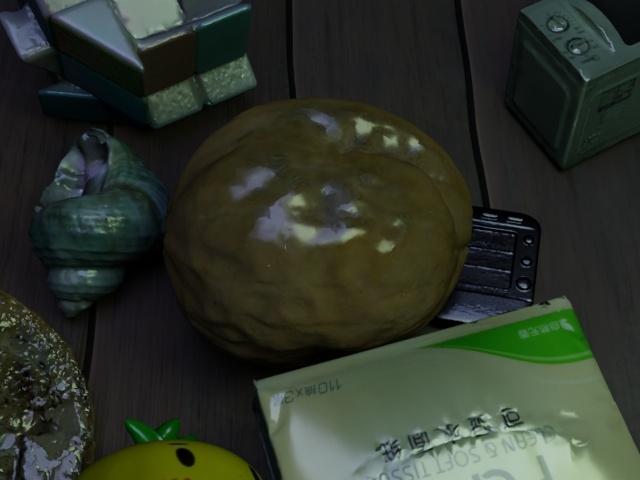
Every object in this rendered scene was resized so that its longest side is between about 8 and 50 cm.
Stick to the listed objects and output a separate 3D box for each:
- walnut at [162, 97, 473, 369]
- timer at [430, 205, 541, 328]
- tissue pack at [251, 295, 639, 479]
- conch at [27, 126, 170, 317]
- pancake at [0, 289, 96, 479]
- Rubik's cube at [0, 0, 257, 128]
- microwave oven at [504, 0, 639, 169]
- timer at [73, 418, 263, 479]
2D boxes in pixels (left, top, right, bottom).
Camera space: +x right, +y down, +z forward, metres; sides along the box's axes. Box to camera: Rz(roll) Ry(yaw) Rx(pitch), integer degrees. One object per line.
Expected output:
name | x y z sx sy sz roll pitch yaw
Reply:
walnut | -0.012 0.002 1.275 0.384 0.383 0.383 0 58 0
timer | 0.230 0.043 1.413 0.144 0.055 0.187 9 62 8
tissue pack | 0.152 0.275 1.176 0.405 0.205 0.331 -15 63 -8
conch | -0.312 -0.027 1.398 0.220 0.195 0.277 4 80 27
pancake | -0.451 0.235 1.207 0.387 0.082 0.386 11 66 -26
Rubik's cube | -0.284 -0.349 1.489 0.358 0.368 0.387 -26 20 -13
microwave oven | 0.444 -0.283 1.505 0.295 0.237 0.181 -26 61 -13
timer | -0.174 0.311 1.132 0.285 0.285 0.285 0 58 0
